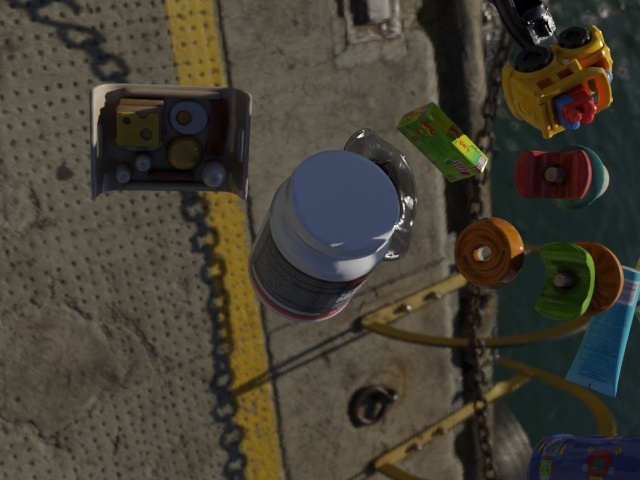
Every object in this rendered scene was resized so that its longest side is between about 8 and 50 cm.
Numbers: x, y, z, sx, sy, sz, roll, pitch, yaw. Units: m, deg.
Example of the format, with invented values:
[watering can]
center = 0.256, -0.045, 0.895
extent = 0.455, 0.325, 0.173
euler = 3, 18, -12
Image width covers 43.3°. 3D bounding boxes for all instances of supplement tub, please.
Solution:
[supplement tub]
center = 0.000, 0.000, 1.266
extent = 0.191, 0.272, 0.191
euler = 7, 62, -14

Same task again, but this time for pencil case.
[pencil case]
center = 0.403, 0.307, 1.028
extent = 0.133, 0.306, 0.120
euler = 20, 71, -19

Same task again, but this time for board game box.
[board game box]
center = 0.255, -0.203, 1.685
extent = 0.181, 0.092, 0.043
euler = 41, 59, -23

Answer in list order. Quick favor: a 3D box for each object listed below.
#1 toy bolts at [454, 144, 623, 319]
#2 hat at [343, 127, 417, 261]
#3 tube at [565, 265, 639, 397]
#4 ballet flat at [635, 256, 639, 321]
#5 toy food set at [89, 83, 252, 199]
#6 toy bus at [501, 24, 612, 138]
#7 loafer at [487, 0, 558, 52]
[toy bolts]
center = 0.322, -0.020, 1.125
extent = 0.158, 0.218, 0.229
euler = -1, 100, -50
[hat]
center = 0.099, -0.098, 1.928
extent = 0.331, 0.133, 0.332
euler = 15, 71, -51
[tube]
center = 0.463, 0.142, 1.295
extent = 0.052, 0.080, 0.207
euler = 0, 107, -63
[ballet flat]
center = 0.600, 0.109, 1.455
extent = 0.231, 0.077, 0.077
euler = 56, 49, -25
[toy food set]
center = -0.293, -0.186, 1.577
extent = 0.305, 0.092, 0.220
euler = 0, 114, -11
[toy bus]
center = 0.506, -0.305, 1.609
extent = 0.220, 0.211, 0.149
euler = -27, 129, 0
[loafer]
center = 0.494, -0.571, 1.967
extent = 0.109, 0.095, 0.303
euler = -42, 96, -26
